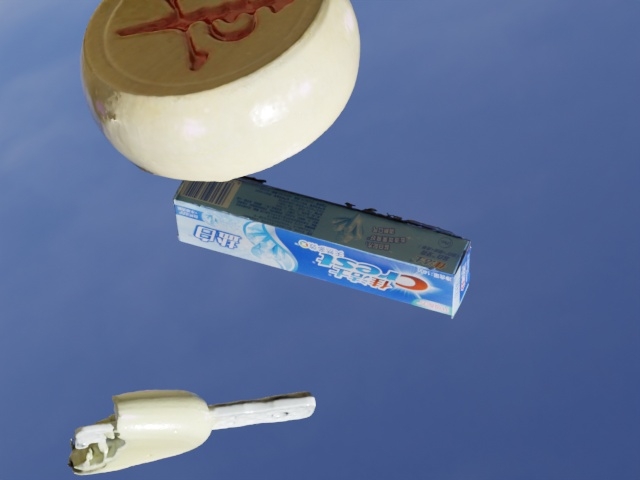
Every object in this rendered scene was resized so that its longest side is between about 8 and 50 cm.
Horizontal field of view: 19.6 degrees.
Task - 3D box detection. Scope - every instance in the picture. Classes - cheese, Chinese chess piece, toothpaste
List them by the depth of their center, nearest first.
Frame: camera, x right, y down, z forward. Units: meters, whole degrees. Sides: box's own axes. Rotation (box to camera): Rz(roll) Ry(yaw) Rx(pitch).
[{"bbox_3d":[-0.089,-0.166,1.636,0.250,0.097,0.251,-9,-136,9],"label":"Chinese chess piece"},{"bbox_3d":[0.000,0.000,1.684,0.272,0.066,0.053,15,-130,14],"label":"toothpaste"},{"bbox_3d":[-0.121,0.171,1.746,0.235,0.127,0.050,-6,-114,-12],"label":"cheese"}]
